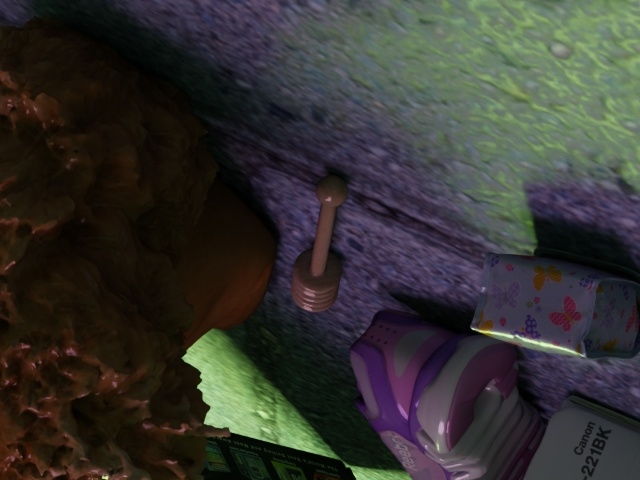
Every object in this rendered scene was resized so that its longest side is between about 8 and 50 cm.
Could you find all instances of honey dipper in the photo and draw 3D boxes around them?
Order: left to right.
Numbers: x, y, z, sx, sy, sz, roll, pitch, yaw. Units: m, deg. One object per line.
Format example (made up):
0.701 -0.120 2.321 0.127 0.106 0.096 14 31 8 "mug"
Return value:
0.000 0.000 1.163 0.030 0.030 0.161 25 158 8 "honey dipper"

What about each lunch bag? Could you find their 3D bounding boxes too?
0.130 0.033 1.035 0.071 0.053 0.083 13 -179 35 "lunch bag"

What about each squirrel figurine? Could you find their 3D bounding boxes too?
-0.202 0.085 1.123 0.281 0.370 0.397 30 160 -7 "squirrel figurine"

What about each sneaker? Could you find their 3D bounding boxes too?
0.075 0.116 1.275 0.104 0.095 0.236 26 157 26 "sneaker"

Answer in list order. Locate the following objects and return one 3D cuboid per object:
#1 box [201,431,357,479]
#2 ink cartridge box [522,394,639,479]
-0.085 0.263 1.428 0.395 0.097 0.318 21 -150 -39 "box"
0.173 0.249 1.303 0.114 0.197 0.273 21 160 17 "ink cartridge box"
